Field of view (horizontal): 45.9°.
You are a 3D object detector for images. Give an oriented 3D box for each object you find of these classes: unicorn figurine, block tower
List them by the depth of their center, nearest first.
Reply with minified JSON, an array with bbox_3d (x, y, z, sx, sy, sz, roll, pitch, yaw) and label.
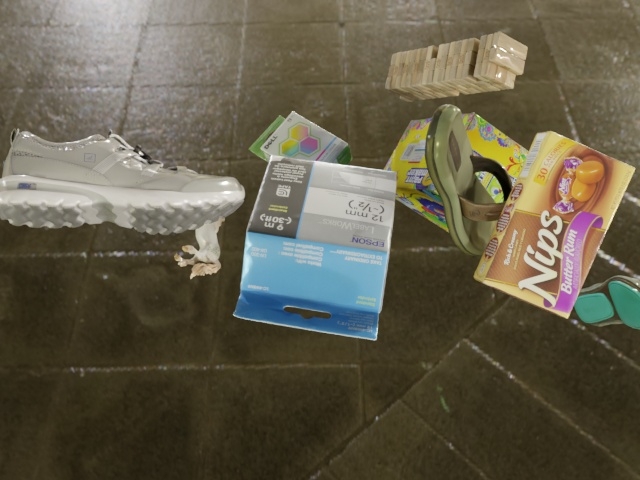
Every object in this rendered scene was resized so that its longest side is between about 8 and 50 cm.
[{"bbox_3d":[-0.202,-0.018,1.321,0.111,0.162,0.060,-2,5,-39],"label":"unicorn figurine"},{"bbox_3d":[0.280,-0.372,1.649,0.335,0.097,0.091,5,81,55],"label":"block tower"}]

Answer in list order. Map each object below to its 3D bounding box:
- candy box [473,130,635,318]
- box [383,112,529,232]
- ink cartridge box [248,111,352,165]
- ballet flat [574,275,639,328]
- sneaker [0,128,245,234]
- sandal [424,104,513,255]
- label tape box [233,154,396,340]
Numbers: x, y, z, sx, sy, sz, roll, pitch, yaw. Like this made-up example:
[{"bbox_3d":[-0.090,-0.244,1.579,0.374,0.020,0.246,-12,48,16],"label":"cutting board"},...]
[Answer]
[{"bbox_3d":[0.265,-0.018,0.867,0.109,0.053,0.187,23,93,-3],"label":"candy box"},{"bbox_3d":[0.319,-0.117,1.600,0.279,0.290,0.177,30,86,-18],"label":"box"},{"bbox_3d":[-0.049,-0.194,1.573,0.209,0.062,0.109,34,77,25],"label":"ink cartridge box"},{"bbox_3d":[0.400,0.074,0.981,0.068,0.213,0.072,-21,86,-7],"label":"ballet flat"},{"bbox_3d":[-0.220,-0.077,0.868,0.281,0.105,0.115,3,70,-26],"label":"sneaker"},{"bbox_3d":[0.225,-0.071,1.073,0.086,0.303,0.120,1,61,26],"label":"sandal"},{"bbox_3d":[0.000,0.000,1.350,0.249,0.115,0.348,9,40,3],"label":"label tape box"}]
